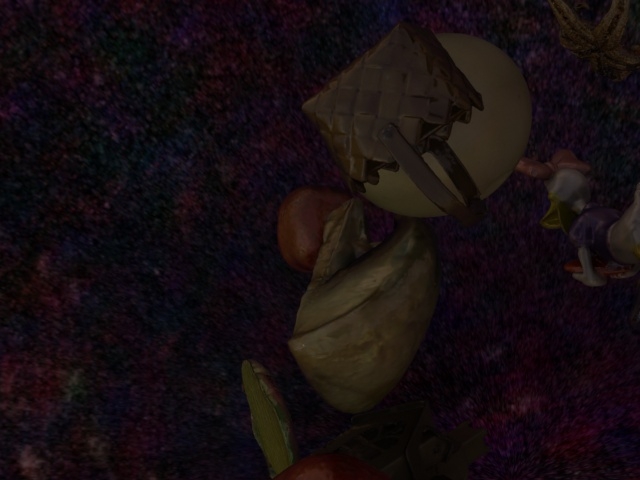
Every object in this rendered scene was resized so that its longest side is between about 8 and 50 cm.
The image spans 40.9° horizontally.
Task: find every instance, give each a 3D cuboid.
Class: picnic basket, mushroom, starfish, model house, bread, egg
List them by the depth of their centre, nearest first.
[{"bbox_3d":[0.084,-0.086,0.759,0.137,0.128,0.179,-36,89,25],"label":"picnic basket"},{"bbox_3d":[0.139,-0.140,1.047,0.269,0.219,0.219,-22,67,-29],"label":"egg"},{"bbox_3d":[0.093,0.093,1.172,0.211,0.217,0.292,-26,29,17],"label":"mushroom"},{"bbox_3d":[0.151,0.340,1.197,0.243,0.212,0.204,-28,24,-25],"label":"model house"},{"bbox_3d":[0.395,-0.302,1.198,0.189,0.146,0.074,37,74,-3],"label":"starfish"},{"bbox_3d":[-0.075,0.296,1.365,0.033,0.228,0.229,-15,70,-17],"label":"bread"}]

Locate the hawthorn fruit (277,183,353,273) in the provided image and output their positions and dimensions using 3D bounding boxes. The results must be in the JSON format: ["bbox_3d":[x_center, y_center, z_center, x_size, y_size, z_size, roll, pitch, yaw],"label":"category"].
[{"bbox_3d":[0.000,0.000,1.482,0.156,0.157,0.194,4,94,14],"label":"hawthorn fruit"}]

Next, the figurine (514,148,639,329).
[{"bbox_3d":[0.478,-0.025,1.437,0.154,0.193,0.421,-8,28,-23],"label":"figurine"}]

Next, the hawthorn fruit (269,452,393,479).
[{"bbox_3d":[0.024,0.313,0.741,0.207,0.243,0.208,-28,34,21],"label":"hawthorn fruit"}]
